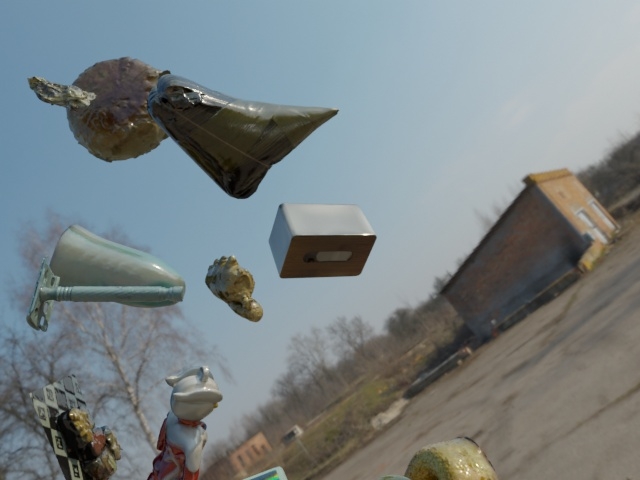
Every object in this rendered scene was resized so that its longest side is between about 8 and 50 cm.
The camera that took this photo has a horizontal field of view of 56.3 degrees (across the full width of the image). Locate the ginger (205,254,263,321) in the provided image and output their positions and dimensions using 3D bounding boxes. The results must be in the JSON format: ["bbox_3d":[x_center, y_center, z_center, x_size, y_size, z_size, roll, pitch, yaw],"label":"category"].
[{"bbox_3d":[-0.184,0.082,1.205,0.081,0.205,0.115,-47,-49,-10],"label":"ginger"}]

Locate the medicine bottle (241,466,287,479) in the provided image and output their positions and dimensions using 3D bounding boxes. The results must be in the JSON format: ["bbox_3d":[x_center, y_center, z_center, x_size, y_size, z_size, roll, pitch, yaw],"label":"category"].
[{"bbox_3d":[-0.169,0.561,1.236,0.228,0.083,0.121,-17,26,-13],"label":"medicine bottle"}]

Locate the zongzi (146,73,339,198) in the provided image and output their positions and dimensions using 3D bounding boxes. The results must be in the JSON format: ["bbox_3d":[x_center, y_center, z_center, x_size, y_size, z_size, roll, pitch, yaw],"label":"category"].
[{"bbox_3d":[-0.161,-0.278,1.250,0.317,0.154,0.289,-36,-53,8],"label":"zongzi"}]

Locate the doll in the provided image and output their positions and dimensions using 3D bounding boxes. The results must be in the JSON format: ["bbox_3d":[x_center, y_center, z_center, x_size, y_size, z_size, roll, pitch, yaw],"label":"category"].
[{"bbox_3d":[-0.272,0.406,1.143,0.099,0.188,0.384,5,-69,-34],"label":"doll"}]

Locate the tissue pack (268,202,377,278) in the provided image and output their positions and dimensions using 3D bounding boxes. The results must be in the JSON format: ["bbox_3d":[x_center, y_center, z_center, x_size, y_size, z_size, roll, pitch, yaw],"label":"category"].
[{"bbox_3d":[0.000,-0.001,1.623,0.245,0.136,0.160,-1,-47,-24],"label":"tissue pack"}]

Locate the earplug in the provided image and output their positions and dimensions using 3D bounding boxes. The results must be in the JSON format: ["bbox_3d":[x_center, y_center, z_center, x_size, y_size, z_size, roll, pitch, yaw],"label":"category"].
[{"bbox_3d":[-0.507,0.090,1.548,0.185,0.323,0.185,-164,90,-85],"label":"earplug"}]

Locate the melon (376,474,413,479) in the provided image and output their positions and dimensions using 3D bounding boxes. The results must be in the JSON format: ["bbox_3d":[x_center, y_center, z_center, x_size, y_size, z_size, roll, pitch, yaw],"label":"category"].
[{"bbox_3d":[0.136,0.434,0.953,0.098,0.130,0.098,-49,-12,-14],"label":"melon"}]

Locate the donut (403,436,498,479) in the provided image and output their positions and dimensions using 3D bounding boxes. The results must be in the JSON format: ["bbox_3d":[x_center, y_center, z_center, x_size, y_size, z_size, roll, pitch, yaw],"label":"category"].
[{"bbox_3d":[0.274,0.580,1.331,0.108,0.278,0.278,10,-36,-22],"label":"donut"}]

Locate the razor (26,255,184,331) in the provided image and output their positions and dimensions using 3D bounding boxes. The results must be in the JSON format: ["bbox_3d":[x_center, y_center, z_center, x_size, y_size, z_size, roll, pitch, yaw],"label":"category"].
[{"bbox_3d":[-0.336,0.083,0.954,0.231,0.106,0.068,-1,-35,-4],"label":"razor"}]

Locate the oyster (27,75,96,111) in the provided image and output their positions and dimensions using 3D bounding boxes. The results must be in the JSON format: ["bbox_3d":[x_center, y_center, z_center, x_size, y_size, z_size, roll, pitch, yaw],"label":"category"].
[{"bbox_3d":[-0.663,-0.374,1.526,0.165,0.109,0.053,6,-42,-10],"label":"oyster"}]

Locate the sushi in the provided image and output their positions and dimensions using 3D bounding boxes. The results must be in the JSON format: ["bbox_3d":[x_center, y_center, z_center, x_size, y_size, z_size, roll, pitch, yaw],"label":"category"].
[{"bbox_3d":[-0.550,0.451,1.408,0.059,0.292,0.294,-22,1,-5],"label":"sushi"}]

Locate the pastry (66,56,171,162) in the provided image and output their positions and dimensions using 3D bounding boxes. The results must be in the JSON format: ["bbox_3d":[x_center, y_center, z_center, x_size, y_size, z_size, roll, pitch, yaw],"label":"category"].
[{"bbox_3d":[-0.566,-0.371,1.692,0.329,0.330,0.136,-34,-18,-11],"label":"pastry"}]
